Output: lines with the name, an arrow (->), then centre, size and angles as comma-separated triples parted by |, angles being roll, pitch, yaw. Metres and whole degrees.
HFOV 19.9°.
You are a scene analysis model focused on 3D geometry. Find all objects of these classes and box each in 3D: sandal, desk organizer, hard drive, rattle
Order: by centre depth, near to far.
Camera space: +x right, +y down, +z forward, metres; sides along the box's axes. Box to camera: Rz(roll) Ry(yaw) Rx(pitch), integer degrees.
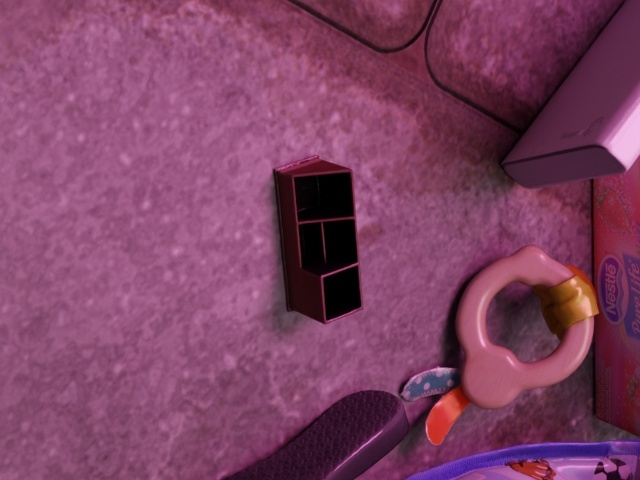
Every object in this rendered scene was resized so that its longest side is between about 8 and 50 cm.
desk organizer -> 0.000, 0.000, 1.528 | 0.047, 0.050, 0.130 | -20, 115, -33
sandal -> -0.019, 0.217, 1.549 | 0.254, 0.097, 0.054 | -31, 121, -28
hard drive -> 0.300, -0.179, 1.619 | 0.040, 0.203, 0.307 | 42, 75, -12
rattle -> 0.167, 0.100, 1.708 | 0.130, 0.143, 0.199 | 35, 97, -8

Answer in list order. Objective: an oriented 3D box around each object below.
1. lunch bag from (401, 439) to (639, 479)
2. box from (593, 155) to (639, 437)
lunch bag -> 0.181, 0.373, 1.666 | 0.385, 0.239, 0.327 | -13, 121, -40
box -> 0.364, 0.040, 1.772 | 0.154, 0.142, 0.299 | -18, 114, -34
